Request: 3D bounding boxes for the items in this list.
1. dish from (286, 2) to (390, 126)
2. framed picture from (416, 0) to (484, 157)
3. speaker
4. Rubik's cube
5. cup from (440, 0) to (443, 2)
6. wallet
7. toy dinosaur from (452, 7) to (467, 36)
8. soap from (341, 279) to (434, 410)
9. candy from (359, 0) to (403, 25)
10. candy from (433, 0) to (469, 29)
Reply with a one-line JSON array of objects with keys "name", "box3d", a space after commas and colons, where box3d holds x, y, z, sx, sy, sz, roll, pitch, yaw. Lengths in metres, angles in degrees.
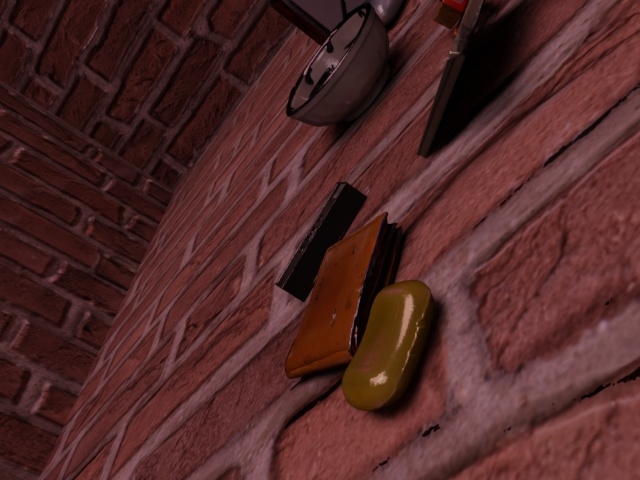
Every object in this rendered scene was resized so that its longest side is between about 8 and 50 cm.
[{"name": "dish", "box3d": [0.052, -0.338, 1.155, 0.303, 0.120, 0.303, -47, 22, 25]}, {"name": "framed picture", "box3d": [0.186, -0.265, 0.753, 0.189, 0.023, 0.260, 99, -168, -61]}, {"name": "speaker", "box3d": [0.000, 0.000, 0.869, 0.191, 0.046, 0.040, -59, 21, -6]}, {"name": "Rubik's cube", "box3d": [0.030, -0.699, 1.562, 0.260, 0.254, 0.259, -54, 20, 6]}, {"name": "cup", "box3d": [0.218, -0.609, 0.994, 0.255, 0.256, 0.178, -30, 32, 49]}, {"name": "wallet", "box3d": [0.031, 0.073, 0.701, 0.161, 0.042, 0.196, -35, 30, 54]}, {"name": "toy dinosaur", "box3d": [0.293, -0.431, 0.851, 0.279, 0.055, 0.101, -49, 12, 24]}, {"name": "soap", "box3d": [0.068, 0.103, 0.555, 0.089, 0.045, 0.140, -17, 42, 56]}, {"name": "candy", "box3d": [0.136, -0.559, 1.371, 0.174, 0.071, 0.138, -14, 47, 63]}, {"name": "candy", "box3d": [0.215, -0.383, 0.889, 0.062, 0.038, 0.122, -63, 0, 10]}]
